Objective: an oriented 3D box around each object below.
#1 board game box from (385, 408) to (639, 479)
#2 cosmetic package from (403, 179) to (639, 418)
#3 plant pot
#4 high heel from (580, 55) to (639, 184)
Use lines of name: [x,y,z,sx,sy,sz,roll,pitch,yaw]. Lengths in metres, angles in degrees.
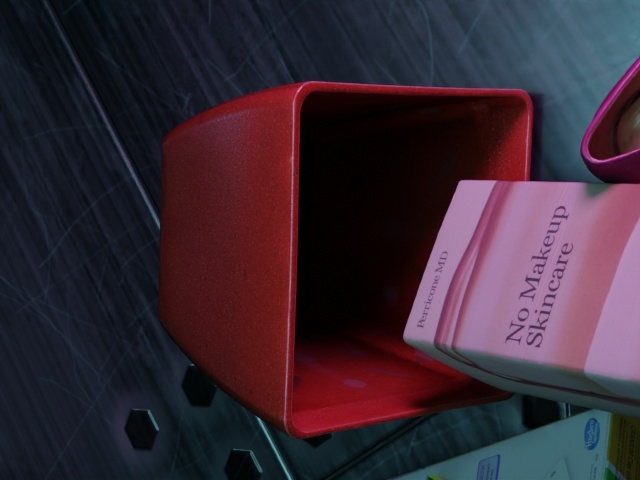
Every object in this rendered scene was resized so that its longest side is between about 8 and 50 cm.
board game box: [0.121,0.284,1.112,0.316,0.064,0.242,-28,34,42]
cosmetic package: [0.216,0.045,1.016,0.296,0.129,0.153,3,70,56]
plant pot: [0.000,0.000,1.182,0.236,0.267,0.267,8,99,47]
high heel: [0.337,-0.175,0.961,0.127,0.181,0.377,45,117,24]
